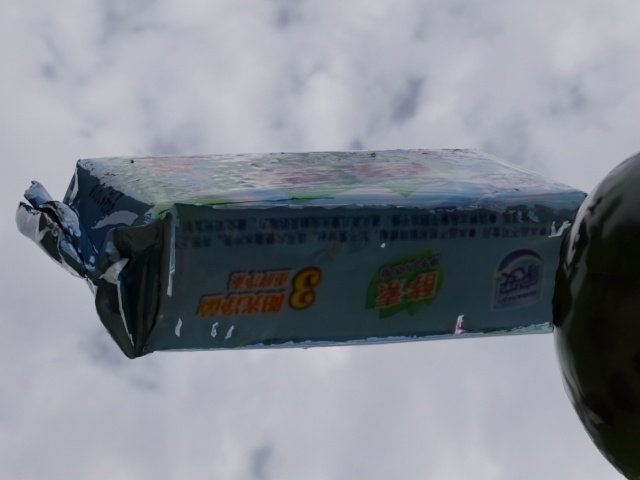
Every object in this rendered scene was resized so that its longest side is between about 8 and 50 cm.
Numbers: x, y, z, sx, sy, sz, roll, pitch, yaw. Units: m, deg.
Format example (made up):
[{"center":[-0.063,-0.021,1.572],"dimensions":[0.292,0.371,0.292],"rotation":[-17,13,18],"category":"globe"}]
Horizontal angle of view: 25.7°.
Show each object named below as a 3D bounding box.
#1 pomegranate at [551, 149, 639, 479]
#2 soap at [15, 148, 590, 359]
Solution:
[{"center":[0.146,0.031,0.457],"dimensions":[0.143,0.169,0.122],"rotation":[18,-48,3],"category":"pomegranate"},{"center":[0.000,0.000,0.710],"dimensions":[0.156,0.293,0.077],"rotation":[-145,-126,-66],"category":"soap"}]
